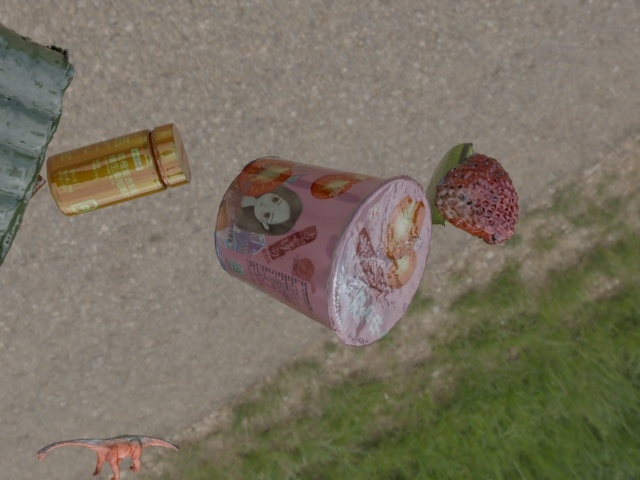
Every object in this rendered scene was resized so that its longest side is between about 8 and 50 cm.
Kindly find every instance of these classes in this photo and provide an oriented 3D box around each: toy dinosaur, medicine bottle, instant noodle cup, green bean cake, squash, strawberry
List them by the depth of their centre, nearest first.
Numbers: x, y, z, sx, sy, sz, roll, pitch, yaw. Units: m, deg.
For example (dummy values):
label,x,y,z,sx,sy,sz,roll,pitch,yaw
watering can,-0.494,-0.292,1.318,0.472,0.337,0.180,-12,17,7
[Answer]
label,x,y,z,sx,sy,sz,roll,pitch,yaw
green bean cake,-0.350,-0.103,0.895,0.132,0.241,0.255,23,90,-28
strawberry,0.163,-0.040,0.917,0.083,0.096,0.083,-28,173,-4
instant noodle cup,0.000,0.000,1.255,0.243,0.231,0.243,-29,128,-44
medicine bottle,-0.293,-0.103,1.306,0.191,0.096,0.096,-14,137,1
squash,0.215,-0.036,1.541,0.093,0.252,0.169,-4,125,24
toy dinosaur,-0.387,0.392,1.633,0.279,0.055,0.101,-5,114,-45

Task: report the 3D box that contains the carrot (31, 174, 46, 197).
label,x,y,z,sx,sy,sz,roll,pitch,yaw
carrot,-0.480,-0.046,1.328,0.161,0.055,0.055,-50,142,-21
